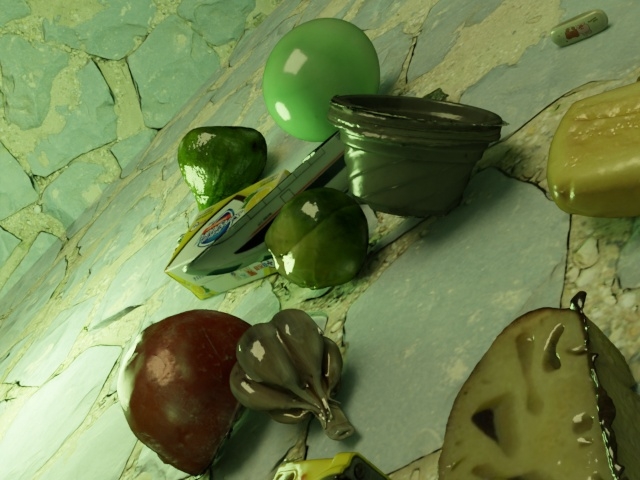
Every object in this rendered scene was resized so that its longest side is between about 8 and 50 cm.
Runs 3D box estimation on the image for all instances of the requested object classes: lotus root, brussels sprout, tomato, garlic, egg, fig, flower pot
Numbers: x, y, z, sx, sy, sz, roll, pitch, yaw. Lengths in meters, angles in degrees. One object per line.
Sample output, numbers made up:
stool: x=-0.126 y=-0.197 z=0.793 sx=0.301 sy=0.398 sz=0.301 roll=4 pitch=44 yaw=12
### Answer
lotus root: x=0.172 y=0.169 z=0.533 sx=0.170 sy=0.074 sz=0.260 roll=-26 pitch=33 yaw=38
brussels sprout: x=0.004 y=0.000 z=0.991 sx=0.118 sy=0.155 sz=0.155 roll=-19 pitch=2 yaw=-43
tomato: x=-0.185 y=0.184 z=0.921 sx=0.180 sy=0.155 sz=0.214 roll=-49 pitch=18 yaw=35
garlic: x=-0.030 y=0.167 z=0.808 sx=0.131 sy=0.127 sz=0.194 roll=-40 pitch=41 yaw=3
egg: x=0.005 y=-0.312 z=1.344 sx=0.220 sy=0.220 sz=0.269 roll=-24 pitch=26 yaw=39
fig: x=-0.221 y=-0.141 z=1.557 sx=0.203 sy=0.203 sz=0.235 roll=-158 pitch=71 yaw=-63
flower pot: x=0.117 y=-0.111 z=0.910 sx=0.235 sy=0.236 sz=0.140 roll=-137 pitch=50 yaw=-65

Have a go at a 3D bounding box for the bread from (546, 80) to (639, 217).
bread: x=0.324 y=-0.088 z=0.653 sx=0.217 sy=0.098 sz=0.147 roll=-7 pitch=58 yaw=52

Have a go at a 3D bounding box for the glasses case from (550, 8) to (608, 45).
glasses case: x=0.369 y=-0.304 z=0.991 sx=0.083 sy=0.032 sz=0.021 roll=-13 pitch=36 yaw=49

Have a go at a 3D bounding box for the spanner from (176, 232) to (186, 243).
spanner: x=-0.181 y=-0.031 z=1.395 sx=0.302 sy=0.071 sz=0.017 roll=-23 pitch=46 yaw=36

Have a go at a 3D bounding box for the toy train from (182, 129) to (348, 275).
toy train: x=-0.043 y=-0.057 z=1.096 sx=0.407 sy=0.088 sz=0.086 roll=-44 pitch=8 yaw=-25

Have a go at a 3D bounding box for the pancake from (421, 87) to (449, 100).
pancake: x=0.166 y=-0.206 z=1.169 sx=0.116 sy=0.022 sz=0.129 roll=-25 pitch=32 yaw=42

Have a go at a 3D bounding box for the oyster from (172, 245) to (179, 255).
oyster: x=-0.296 y=0.018 z=1.515 sx=0.093 sy=0.034 sz=0.051 roll=-58 pitch=-13 yaw=-48

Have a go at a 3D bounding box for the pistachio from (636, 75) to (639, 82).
pistachio: x=0.405 y=-0.187 z=0.680 sx=0.189 sy=0.100 sz=0.110 roll=-9 pitch=41 yaw=54

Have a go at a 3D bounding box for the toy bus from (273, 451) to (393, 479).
toy bus: x=-0.024 y=0.333 z=0.506 sx=0.152 sy=0.144 sz=0.330 roll=-20 pitch=33 yaw=47

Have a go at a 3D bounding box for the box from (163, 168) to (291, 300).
box: x=-0.144 y=-0.006 z=1.255 sx=0.265 sy=0.097 sz=0.168 roll=-20 pitch=34 yaw=43
